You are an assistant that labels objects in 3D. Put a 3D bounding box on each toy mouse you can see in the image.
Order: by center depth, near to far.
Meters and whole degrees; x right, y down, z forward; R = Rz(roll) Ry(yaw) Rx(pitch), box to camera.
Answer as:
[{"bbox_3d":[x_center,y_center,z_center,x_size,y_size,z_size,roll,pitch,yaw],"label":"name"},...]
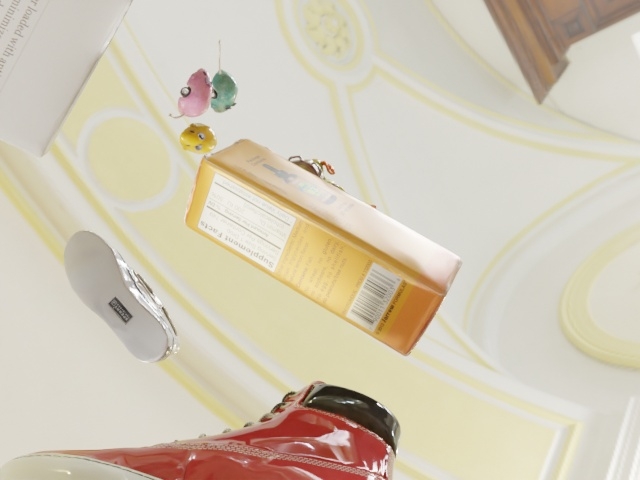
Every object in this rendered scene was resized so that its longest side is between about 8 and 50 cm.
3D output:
[{"bbox_3d":[-0.134,-0.174,0.778,0.161,0.031,0.143,-16,-52,-76],"label":"toy mouse"}]

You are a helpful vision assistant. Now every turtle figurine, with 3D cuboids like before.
[{"bbox_3d":[-0.027,-0.104,1.169,0.270,0.087,0.217,31,-147,4],"label":"turtle figurine"}]

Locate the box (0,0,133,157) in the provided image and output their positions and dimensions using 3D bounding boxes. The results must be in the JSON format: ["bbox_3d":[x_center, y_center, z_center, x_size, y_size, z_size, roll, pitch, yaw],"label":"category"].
[{"bbox_3d":[-0.184,-0.177,0.388,0.119,0.182,0.181,28,-78,-32],"label":"box"}]

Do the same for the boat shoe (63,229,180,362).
[{"bbox_3d":[-0.331,0.094,1.069,0.267,0.096,0.088,44,180,13],"label":"boat shoe"}]

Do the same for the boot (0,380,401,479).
[{"bbox_3d":[-0.068,0.148,0.419,0.176,0.244,0.088,-74,-9,-68],"label":"boot"}]

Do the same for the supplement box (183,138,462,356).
[{"bbox_3d":[0.000,0.000,0.553,0.233,0.080,0.078,32,-150,10],"label":"supplement box"}]
